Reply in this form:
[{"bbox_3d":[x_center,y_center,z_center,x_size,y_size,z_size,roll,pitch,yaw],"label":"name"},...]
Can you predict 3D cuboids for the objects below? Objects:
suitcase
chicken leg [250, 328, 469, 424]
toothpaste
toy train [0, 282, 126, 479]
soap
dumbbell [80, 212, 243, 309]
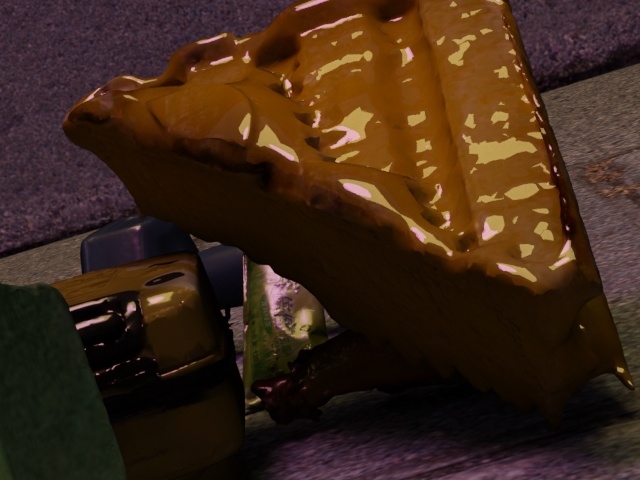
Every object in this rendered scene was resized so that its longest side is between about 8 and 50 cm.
[{"bbox_3d":[-0.143,0.100,1.067,0.194,0.143,0.235,-17,7,-1],"label":"suitcase"},{"bbox_3d":[0.054,0.063,1.114,0.208,0.085,0.101,-22,40,8],"label":"chicken leg"},{"bbox_3d":[-0.028,0.014,1.281,0.078,0.047,0.248,-12,54,13],"label":"toothpaste"},{"bbox_3d":[-0.188,0.134,0.595,0.167,0.238,0.299,-14,7,42],"label":"toy train"},{"bbox_3d":[0.000,0.000,1.013,0.304,0.169,0.338,-20,37,9],"label":"soap"},{"bbox_3d":[-0.038,0.018,1.415,0.316,0.156,0.143,-15,38,17],"label":"dumbbell"}]
